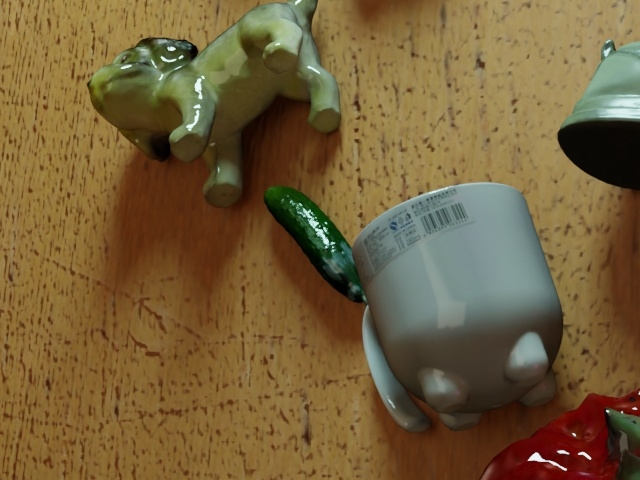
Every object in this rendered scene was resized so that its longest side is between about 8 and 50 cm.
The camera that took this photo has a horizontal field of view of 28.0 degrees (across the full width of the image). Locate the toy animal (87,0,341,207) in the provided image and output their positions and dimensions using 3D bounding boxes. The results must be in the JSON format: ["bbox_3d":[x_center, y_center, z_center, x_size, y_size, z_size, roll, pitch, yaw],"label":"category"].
[{"bbox_3d":[-0.094,-0.132,1.122,0.233,0.121,0.168,-26,51,20],"label":"toy animal"}]

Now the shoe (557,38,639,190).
[{"bbox_3d":[0.299,-0.097,0.866,0.275,0.103,0.098,3,63,31],"label":"shoe"}]

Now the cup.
[{"bbox_3d":[0.088,0.061,0.926,0.174,0.134,0.142,-26,64,22],"label":"cup"}]

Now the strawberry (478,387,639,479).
[{"bbox_3d":[0.206,0.280,0.729,0.318,0.295,0.345,28,124,20],"label":"strawberry"}]

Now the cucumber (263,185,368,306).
[{"bbox_3d":[0.000,0.000,1.062,0.037,0.037,0.155,-48,56,11],"label":"cucumber"}]
